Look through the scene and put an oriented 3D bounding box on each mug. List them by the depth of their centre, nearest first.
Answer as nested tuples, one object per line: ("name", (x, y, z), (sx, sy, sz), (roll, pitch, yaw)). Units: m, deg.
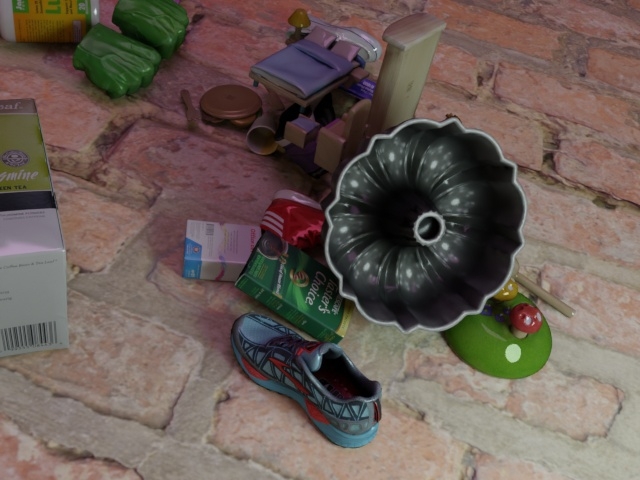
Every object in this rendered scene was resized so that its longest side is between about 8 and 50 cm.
("mug", (-0.105, -0.200, 1.499), (0.062, 0.078, 0.064), (-18, 34, 15))

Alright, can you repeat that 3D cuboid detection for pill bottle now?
("pill bottle", (-0.572, -0.465, 1.566), (0.245, 0.136, 0.136), (-4, 48, -19))

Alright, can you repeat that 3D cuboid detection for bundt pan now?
("bundt pan", (0.145, -0.029, 1.209), (0.330, 0.331, 0.124), (-1, 12, -16))

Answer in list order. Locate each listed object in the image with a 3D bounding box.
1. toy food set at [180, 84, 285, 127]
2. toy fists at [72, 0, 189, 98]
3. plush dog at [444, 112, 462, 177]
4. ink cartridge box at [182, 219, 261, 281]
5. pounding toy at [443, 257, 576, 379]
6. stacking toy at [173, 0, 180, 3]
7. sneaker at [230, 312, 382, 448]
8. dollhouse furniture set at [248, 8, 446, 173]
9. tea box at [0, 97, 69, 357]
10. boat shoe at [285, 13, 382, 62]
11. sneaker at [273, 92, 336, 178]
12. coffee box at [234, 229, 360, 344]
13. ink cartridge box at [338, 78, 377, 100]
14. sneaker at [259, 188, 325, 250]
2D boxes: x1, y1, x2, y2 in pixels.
("toy food set", (-0.177, -0.265, 1.554), (0.192, 0.039, 0.132), (-9, 42, -15))
("toy fists", (-0.365, -0.392, 1.563), (0.142, 0.096, 0.279), (27, 53, 0))
("plush dog", (0.156, -0.121, 1.412), (0.225, 0.211, 0.262), (-2, 39, 21))
("ink cartridge box", (-0.158, 0.018, 1.265), (0.122, 0.052, 0.088), (5, 46, -10))
("pounding toy", (0.313, 0.104, 1.265), (0.183, 0.110, 0.237), (35, 48, 18))
("stacking toy", (-0.361, -0.578, 1.742), (0.165, 0.175, 0.302), (5, 57, -6))
("sneaker", (-0.013, 0.168, 1.105), (0.262, 0.125, 0.104), (34, 47, 18))
("dollhouse furniture set", (0.005, -0.312, 1.332), (0.303, 0.198, 0.286), (32, 44, 20))
("tea box", (-0.536, -0.010, 1.074), (0.329, 0.220, 0.324), (-7, 50, -21))
("boat shoe", (0.025, -0.435, 1.749), (0.226, 0.083, 0.076), (23, 56, 24))
("sneaker", (-0.011, -0.202, 1.506), (0.124, 0.107, 0.283), (53, 24, -18))
("coffee box", (-0.031, 0.073, 1.214), (0.184, 0.040, 0.113), (34, 43, -9))
("ink cartridge box", (0.054, -0.321, 1.575), (0.223, 0.045, 0.224), (28, 11, 12))
("sneaker", (0.000, 0.000, 1.319), (0.221, 0.087, 0.128), (15, 52, 17))
